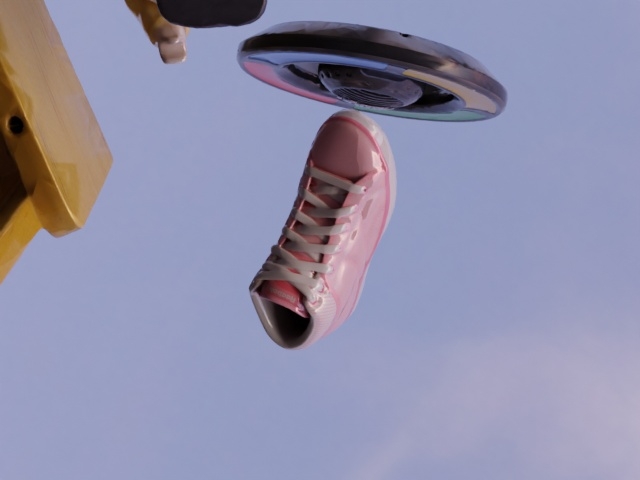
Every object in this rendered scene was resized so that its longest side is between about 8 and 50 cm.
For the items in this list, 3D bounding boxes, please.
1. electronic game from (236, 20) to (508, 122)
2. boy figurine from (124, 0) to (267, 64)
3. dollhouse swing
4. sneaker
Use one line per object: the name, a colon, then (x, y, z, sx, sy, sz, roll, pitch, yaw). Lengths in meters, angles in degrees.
electronic game: (0.043, -0.135, 1.488, 0.229, 0.229, 0.048, 5, -98, 42)
boy figurine: (-0.110, -0.228, 1.386, 0.285, 0.092, 0.177, -131, -135, -71)
dollhouse swing: (-0.400, -0.048, 1.426, 0.347, 0.305, 0.315, -21, -84, 22)
sneaker: (0.000, 0.000, 0.950, 0.051, 0.070, 0.134, 23, -58, 20)
